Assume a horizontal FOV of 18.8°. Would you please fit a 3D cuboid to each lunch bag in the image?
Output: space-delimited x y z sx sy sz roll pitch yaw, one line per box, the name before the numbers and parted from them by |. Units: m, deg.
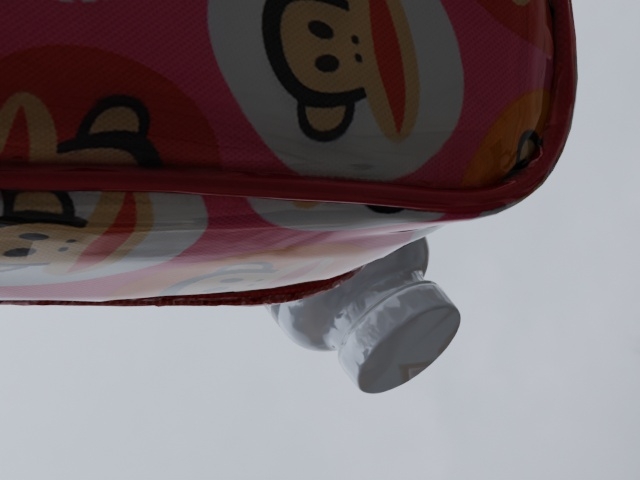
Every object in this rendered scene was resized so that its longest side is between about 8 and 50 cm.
lunch bag | -0.046 -0.132 0.454 0.258 0.120 0.293 2 -105 -31

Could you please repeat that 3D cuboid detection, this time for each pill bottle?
pill bottle | 0.000 0.000 1.149 0.103 0.184 0.103 -29 -29 -18
